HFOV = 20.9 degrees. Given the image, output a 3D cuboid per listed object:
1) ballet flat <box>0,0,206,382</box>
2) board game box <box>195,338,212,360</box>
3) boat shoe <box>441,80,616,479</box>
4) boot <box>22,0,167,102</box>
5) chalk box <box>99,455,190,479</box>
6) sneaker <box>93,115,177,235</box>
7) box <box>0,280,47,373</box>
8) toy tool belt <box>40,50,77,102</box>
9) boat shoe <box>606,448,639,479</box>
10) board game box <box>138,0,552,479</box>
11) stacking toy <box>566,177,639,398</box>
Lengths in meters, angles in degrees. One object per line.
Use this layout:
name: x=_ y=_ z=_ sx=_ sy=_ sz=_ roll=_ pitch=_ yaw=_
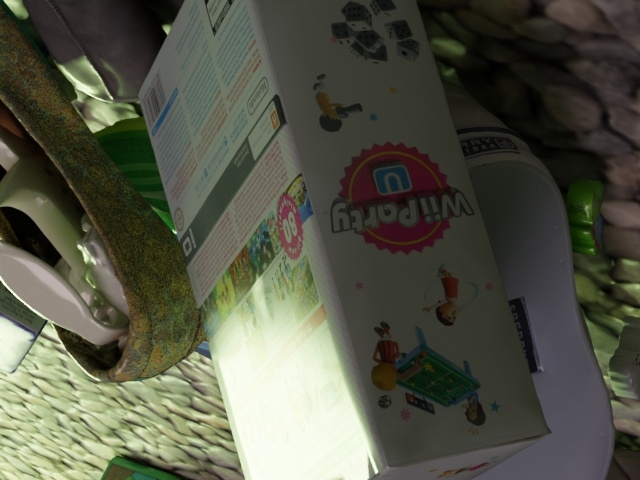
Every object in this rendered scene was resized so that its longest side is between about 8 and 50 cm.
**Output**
ballet flat: x=-0.206 y=-0.050 z=1.141 sx=0.348 sy=0.123 sz=0.123 roll=52 pitch=150 yaw=-3
board game box: x=-0.050 y=0.076 z=1.429 sx=0.201 sy=0.035 sz=0.136 roll=28 pitch=153 yaw=-2
boat shoe: x=0.093 y=0.050 z=1.128 sx=0.136 sy=0.156 sz=0.367 roll=-20 pitch=131 yaw=-4
boot: x=-0.132 y=-0.158 z=1.040 sx=0.189 sy=0.076 sz=0.208 roll=25 pitch=150 yaw=38
chalk box: x=-0.185 y=0.332 z=1.905 sx=0.132 sy=0.132 sz=0.213 roll=17 pitch=153 yaw=21
sneaker: x=-0.042 y=0.014 z=1.209 sx=0.295 sy=0.123 sz=0.109 roll=31 pitch=154 yaw=-7
box: x=-0.303 y=0.047 z=1.567 sx=0.126 sy=0.072 sz=0.137 roll=31 pitch=154 yaw=-6
toy tool belt: x=-0.211 y=-0.122 z=1.216 sx=0.083 sy=0.052 sz=0.051 roll=14 pitch=120 yaw=18
boat shoe: x=0.204 y=0.221 z=1.396 sx=0.324 sy=0.123 sz=0.116 roll=2 pitch=179 yaw=25
board game box: x=0.000 y=0.000 z=0.968 sx=0.097 sy=0.303 sz=0.224 roll=-9 pitch=163 yaw=-21
stacking toy: x=0.251 y=0.038 z=1.076 sx=0.167 sy=0.052 sz=0.221 roll=9 pitch=146 yaw=28
